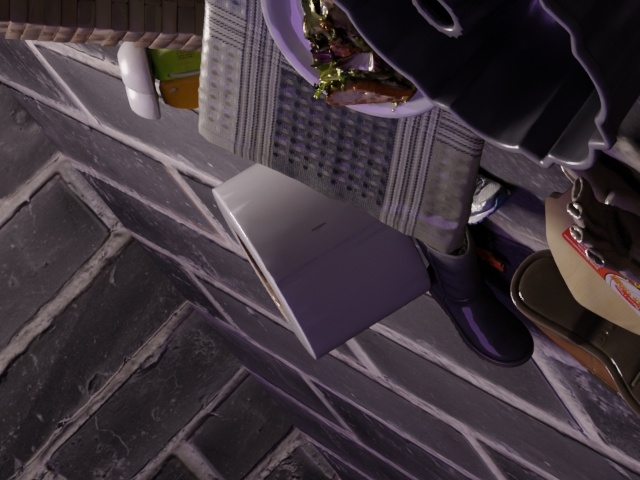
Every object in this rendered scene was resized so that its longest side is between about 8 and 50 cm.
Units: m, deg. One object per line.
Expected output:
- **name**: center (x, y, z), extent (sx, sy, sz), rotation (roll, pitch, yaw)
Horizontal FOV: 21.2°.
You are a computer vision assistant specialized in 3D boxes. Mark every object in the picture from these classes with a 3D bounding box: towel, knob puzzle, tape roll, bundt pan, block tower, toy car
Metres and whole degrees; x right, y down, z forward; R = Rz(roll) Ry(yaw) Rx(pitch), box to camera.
- **towel**: center (0.023, -0.158, 1.619), extent (0.312, 0.056, 0.324), rotation (26, 142, 14)
- **knob puzzle**: center (0.293, 0.019, 1.649), extent (0.213, 0.030, 0.213), rotation (36, 152, 22)
- **tape roll**: center (0.000, 0.000, 2.079), extent (0.246, 0.169, 0.246), rotation (58, 176, 7)
- **bundt pan**: center (0.124, -0.209, 1.270), extent (0.331, 0.124, 0.331), rotation (41, 166, 12)
- **block tower**: center (-0.203, -0.250, 1.756), extent (0.335, 0.091, 0.097), rotation (1, 175, -14)
- **toy car**: center (-0.167, -0.237, 2.093), extent (0.182, 0.159, 0.136), rotation (87, 171, -72)

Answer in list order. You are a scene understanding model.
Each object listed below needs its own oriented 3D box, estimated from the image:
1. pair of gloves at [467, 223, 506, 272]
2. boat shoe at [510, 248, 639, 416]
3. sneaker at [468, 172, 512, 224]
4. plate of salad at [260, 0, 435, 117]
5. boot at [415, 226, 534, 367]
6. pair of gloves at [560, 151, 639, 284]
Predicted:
- **pair of gloves**: center (0.185, -0.001, 2.004), extent (0.074, 0.010, 0.083), rotation (37, 164, 39)
- **boat shoe**: center (0.332, 0.114, 1.742), extent (0.307, 0.110, 0.104), rotation (44, -176, 36)
- **sneaker**: center (0.154, -0.056, 1.836), extent (0.058, 0.052, 0.135), rotation (53, 164, -19)
- **plate of salad**: center (0.029, -0.181, 1.502), extent (0.200, 0.048, 0.200), rotation (23, 142, 19)
- **boot**: center (0.178, 0.047, 2.016), extent (0.190, 0.076, 0.208), rotation (42, 162, 20)
- **pair of gloves**: center (0.247, -0.020, 1.414), extent (0.204, 0.042, 0.240), rotation (26, -158, -36)
